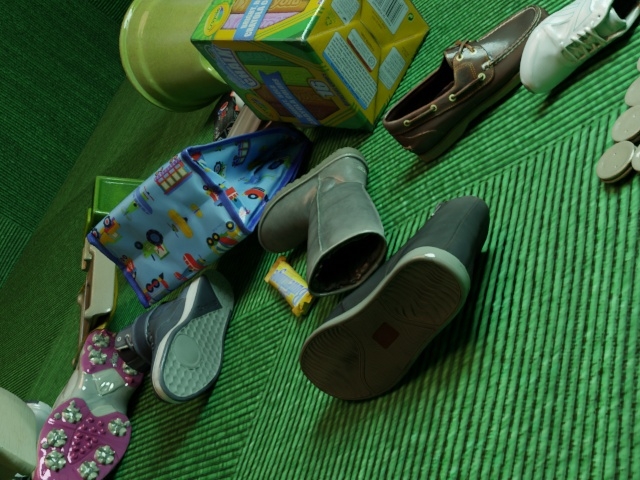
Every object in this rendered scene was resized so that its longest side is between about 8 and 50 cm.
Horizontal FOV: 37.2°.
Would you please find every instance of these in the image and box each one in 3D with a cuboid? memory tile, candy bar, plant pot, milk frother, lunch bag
[{"bbox_3d":[0.276,-0.109,0.734,0.113,0.012,0.148,-13,45,59],"label":"memory tile"},{"bbox_3d":[-0.035,0.053,1.128,0.040,0.018,0.161,-54,21,1],"label":"candy bar"},{"bbox_3d":[-0.225,-0.395,1.908,0.254,0.276,0.276,11,66,55],"label":"plant pot"},{"bbox_3d":[-0.115,-0.207,1.495,0.134,0.143,0.129,-67,7,-30],"label":"milk frother"},{"bbox_3d":[-0.148,-0.065,1.346,0.221,0.138,0.293,-35,6,32],"label":"lunch bag"}]

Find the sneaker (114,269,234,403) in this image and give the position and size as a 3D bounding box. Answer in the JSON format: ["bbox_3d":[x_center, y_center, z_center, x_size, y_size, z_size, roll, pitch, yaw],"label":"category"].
[{"bbox_3d":[-0.202,0.150,1.217,0.163,0.086,0.226,-32,21,26],"label":"sneaker"}]

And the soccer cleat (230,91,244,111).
[{"bbox_3d":[-0.091,-0.291,1.711,0.076,0.068,0.196,1,42,26],"label":"soccer cleat"}]

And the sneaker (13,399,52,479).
[{"bbox_3d":[-0.496,0.374,1.499,0.235,0.094,0.153,-48,24,17],"label":"sneaker"}]

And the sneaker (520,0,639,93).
[{"bbox_3d":[0.244,-0.195,0.873,0.152,0.054,0.061,-48,25,13],"label":"sneaker"}]

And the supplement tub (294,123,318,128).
[{"bbox_3d":[-0.014,-0.224,1.428,0.071,0.071,0.107,-38,26,35],"label":"supplement tub"}]

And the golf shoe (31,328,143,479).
[{"bbox_3d":[-0.329,0.263,1.325,0.140,0.115,0.306,-54,12,31],"label":"golf shoe"}]

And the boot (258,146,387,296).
[{"bbox_3d":[-0.002,0.000,1.087,0.189,0.076,0.208,-46,29,25],"label":"boot"}]

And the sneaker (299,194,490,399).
[{"bbox_3d":[0.072,0.056,0.848,0.222,0.083,0.118,-44,4,41],"label":"sneaker"}]

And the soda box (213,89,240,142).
[{"bbox_3d":[-0.157,-0.215,1.730,0.060,0.053,0.169,-46,23,17],"label":"soda box"}]

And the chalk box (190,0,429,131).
[{"bbox_3d":[-0.038,-0.278,1.291,0.289,0.180,0.179,11,65,44],"label":"chalk box"}]

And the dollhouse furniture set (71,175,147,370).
[{"bbox_3d":[-0.344,0.064,1.691,0.197,0.151,0.301,119,152,-50],"label":"dollhouse furniture set"}]

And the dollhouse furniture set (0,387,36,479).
[{"bbox_3d":[-0.415,0.319,1.000,0.362,0.394,0.256,-54,21,0],"label":"dollhouse furniture set"}]

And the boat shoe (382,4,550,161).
[{"bbox_3d":[0.154,-0.171,0.999,0.207,0.073,0.073,-45,22,19],"label":"boat shoe"}]
